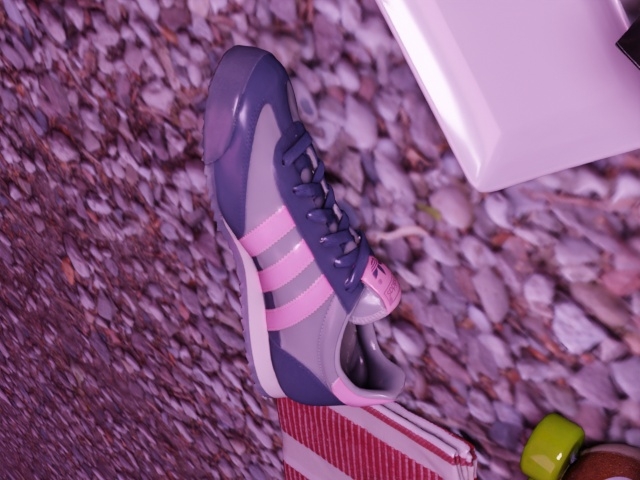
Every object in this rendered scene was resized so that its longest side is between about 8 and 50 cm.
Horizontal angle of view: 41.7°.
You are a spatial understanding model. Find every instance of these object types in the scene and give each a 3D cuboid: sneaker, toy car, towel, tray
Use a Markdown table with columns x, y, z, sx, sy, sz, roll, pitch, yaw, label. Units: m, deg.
| x | y | z | sx | sy | sz | roll | pitch | yaw | label |
| --- | --- | --- | --- | --- | --- | --- | --- | --- | --- |
| 0.000 | 0.000 | 0.658 | 0.131 | 0.112 | 0.319 | 7 | 128 | 24 | sneaker |
| 0.175 | 0.242 | 0.571 | 0.155 | 0.188 | 0.149 | 27 | 136 | 30 | toy car |
| 0.050 | 0.269 | 0.857 | 0.237 | 0.037 | 0.329 | 25 | 133 | 36 | towel |
| 0.087 | -0.163 | 0.476 | 0.145 | 0.030 | 0.270 | -17 | 105 | 51 | tray |

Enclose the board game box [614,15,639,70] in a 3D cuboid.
| x | y | z | sx | sy | sz | roll | pitch | yaw | label |
| --- | --- | --- | --- | --- | --- | --- | --- | --- | --- |
| 0.241 | -0.028 | 0.304 | 0.260 | 0.030 | 0.136 | 53 | 139 | 15 | board game box |
